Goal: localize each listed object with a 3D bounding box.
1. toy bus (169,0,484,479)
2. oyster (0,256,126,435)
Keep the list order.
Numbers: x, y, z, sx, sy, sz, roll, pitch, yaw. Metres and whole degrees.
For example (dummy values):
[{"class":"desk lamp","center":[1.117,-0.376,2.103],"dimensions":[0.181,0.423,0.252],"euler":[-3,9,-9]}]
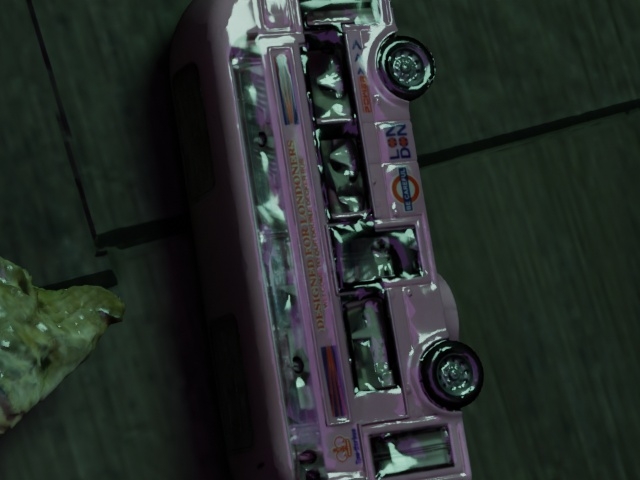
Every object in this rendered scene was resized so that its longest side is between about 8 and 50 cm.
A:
[{"class":"toy bus","center":[0.000,0.000,0.705],"dimensions":[0.090,0.063,0.203],"euler":[-7,82,-24]},{"class":"oyster","center":[-0.178,0.028,0.609],"dimensions":[0.209,0.072,0.133],"euler":[30,67,-16]}]
